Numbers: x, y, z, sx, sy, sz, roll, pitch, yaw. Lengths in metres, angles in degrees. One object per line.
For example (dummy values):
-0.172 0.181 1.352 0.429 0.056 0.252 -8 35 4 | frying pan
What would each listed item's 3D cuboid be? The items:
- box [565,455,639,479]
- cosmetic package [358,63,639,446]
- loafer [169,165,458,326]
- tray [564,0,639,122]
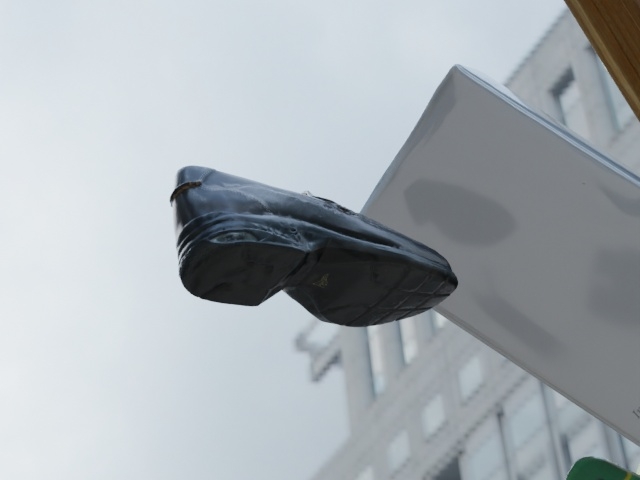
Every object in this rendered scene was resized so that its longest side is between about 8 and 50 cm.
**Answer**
0.156 0.125 0.546 0.179 0.043 0.105 16 -61 2 | box
0.222 0.040 1.190 0.385 0.217 0.156 35 -81 5 | cosmetic package
0.000 0.000 0.831 0.170 0.061 0.062 16 -45 -42 | loafer
0.285 -0.286 1.470 0.076 0.411 0.203 -20 -15 -40 | tray
